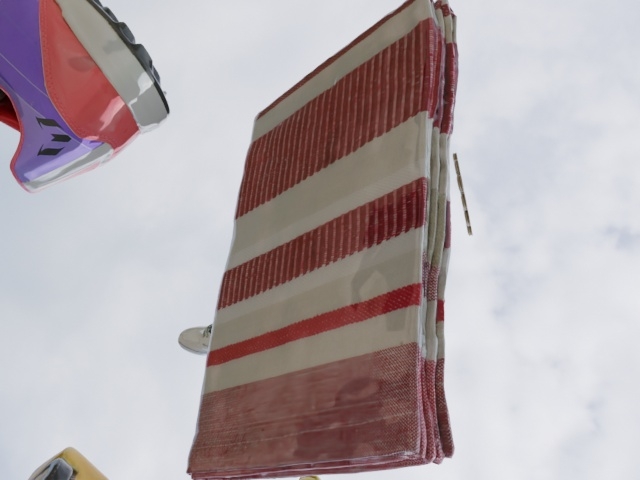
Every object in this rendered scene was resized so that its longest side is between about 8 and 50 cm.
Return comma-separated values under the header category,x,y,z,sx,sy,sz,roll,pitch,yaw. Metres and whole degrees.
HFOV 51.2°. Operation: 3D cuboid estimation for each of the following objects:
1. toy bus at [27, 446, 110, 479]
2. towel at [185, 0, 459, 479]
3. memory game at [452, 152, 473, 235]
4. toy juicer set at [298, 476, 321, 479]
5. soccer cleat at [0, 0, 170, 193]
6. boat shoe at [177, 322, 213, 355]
category,x,y,z,sx,sy,sz,roll,pitch,yaw
toy bus,-0.218,0.288,0.448,0.130,0.108,0.332,-40,-165,6
towel,0.000,0.000,0.482,0.237,0.037,0.328,-24,-130,46
memory game,0.306,-0.099,1.440,0.012,0.186,0.186,-12,-119,13
toy juicer set,-0.083,0.489,1.188,0.090,0.329,0.209,37,-98,7
soccer cleat,-0.245,-0.165,0.481,0.116,0.108,0.318,-41,-109,-15
boat shoe,-0.249,0.232,1.624,0.227,0.075,0.083,2,-134,16
